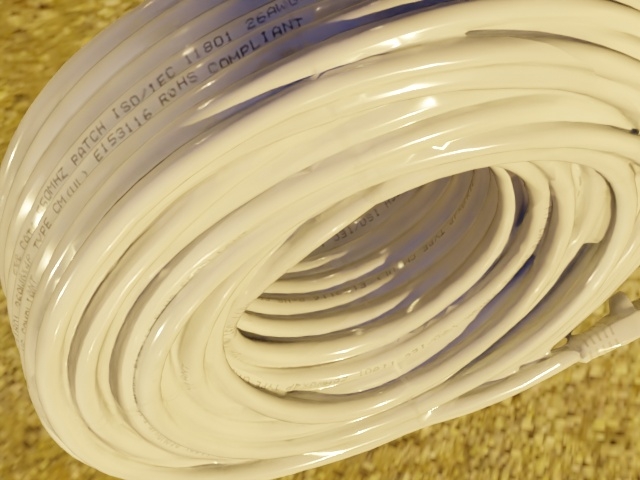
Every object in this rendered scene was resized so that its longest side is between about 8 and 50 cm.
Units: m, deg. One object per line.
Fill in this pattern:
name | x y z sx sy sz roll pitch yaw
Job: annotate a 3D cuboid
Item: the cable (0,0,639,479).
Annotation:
cable | 0.012 -0.009 0.544 0.257 0.257 0.089 -26 60 -1
